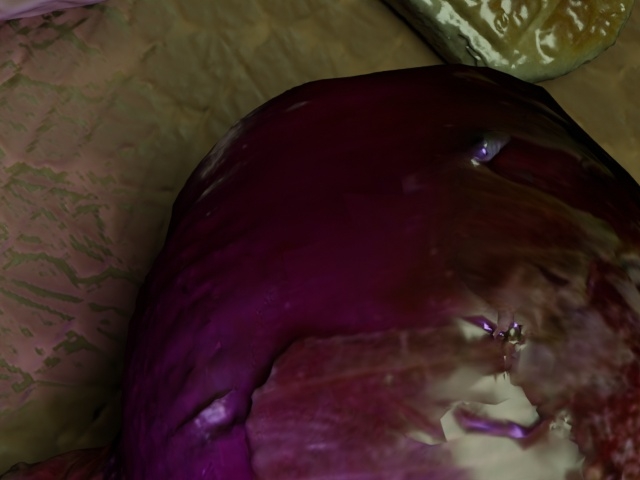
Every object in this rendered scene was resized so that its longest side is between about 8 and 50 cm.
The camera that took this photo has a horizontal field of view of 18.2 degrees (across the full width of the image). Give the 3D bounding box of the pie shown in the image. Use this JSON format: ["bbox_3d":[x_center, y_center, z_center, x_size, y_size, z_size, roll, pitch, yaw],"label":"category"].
[{"bbox_3d":[0.105,-0.187,1.150,0.195,0.046,0.195,3,82,-24],"label":"pie"}]

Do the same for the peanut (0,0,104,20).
[{"bbox_3d":[-0.170,-0.213,0.990,0.196,0.110,0.233,-35,98,-30],"label":"peanut"}]

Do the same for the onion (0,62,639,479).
[{"bbox_3d":[0.008,0.096,0.941,0.385,0.348,0.348,-18,90,17],"label":"onion"}]
